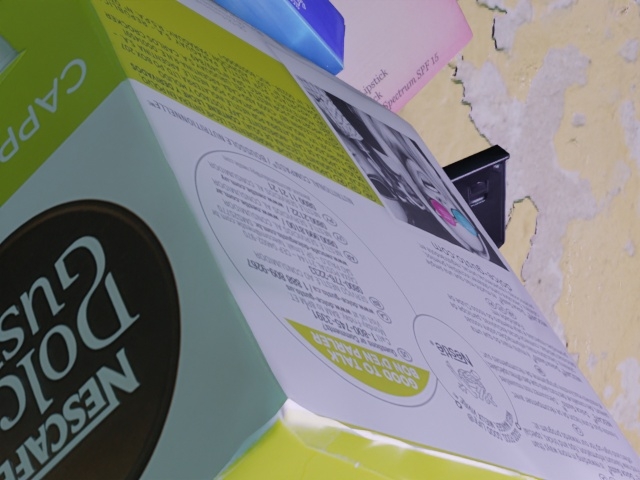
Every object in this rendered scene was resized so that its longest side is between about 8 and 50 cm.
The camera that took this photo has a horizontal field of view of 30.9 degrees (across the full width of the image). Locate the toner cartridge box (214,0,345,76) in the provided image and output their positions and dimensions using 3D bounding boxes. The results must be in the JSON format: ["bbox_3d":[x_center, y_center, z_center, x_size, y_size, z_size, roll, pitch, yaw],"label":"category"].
[{"bbox_3d":[-0.154,-0.197,0.711,0.165,0.075,0.348,-34,118,22],"label":"toner cartridge box"}]

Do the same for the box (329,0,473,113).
[{"bbox_3d":[-0.015,-0.203,0.861,0.148,0.127,0.232,-45,122,-20],"label":"box"}]

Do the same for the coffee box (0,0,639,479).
[{"bbox_3d":[-0.088,0.096,0.619,0.337,0.334,0.338,-44,141,18],"label":"coffee box"}]

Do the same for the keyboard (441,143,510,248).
[{"bbox_3d":[0.000,0.000,0.877,0.317,0.033,0.201,-24,142,-11],"label":"keyboard"}]
